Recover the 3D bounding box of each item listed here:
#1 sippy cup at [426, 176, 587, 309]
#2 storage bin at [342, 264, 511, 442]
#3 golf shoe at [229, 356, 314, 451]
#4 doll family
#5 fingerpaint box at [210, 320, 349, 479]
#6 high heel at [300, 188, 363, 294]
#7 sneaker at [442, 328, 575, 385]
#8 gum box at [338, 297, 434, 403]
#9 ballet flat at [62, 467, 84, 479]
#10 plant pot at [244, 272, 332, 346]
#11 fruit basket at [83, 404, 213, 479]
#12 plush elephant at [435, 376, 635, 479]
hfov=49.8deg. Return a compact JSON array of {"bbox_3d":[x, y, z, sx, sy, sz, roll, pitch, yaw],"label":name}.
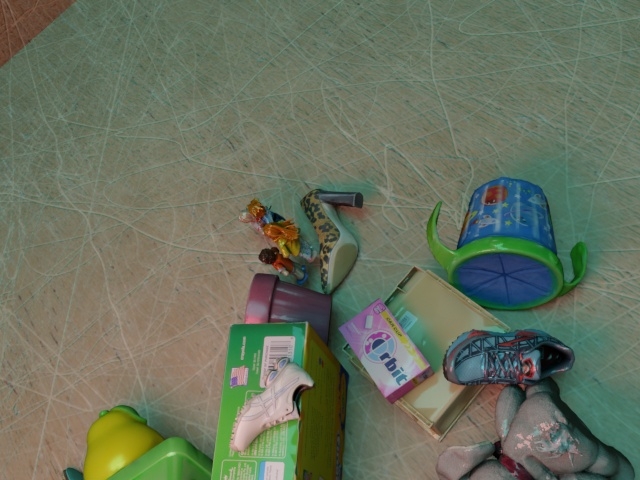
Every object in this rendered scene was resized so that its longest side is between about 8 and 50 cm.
[{"bbox_3d":[0.398,-0.004,1.473,0.240,0.305,0.224,-20,43,41],"label":"sippy cup"},{"bbox_3d":[0.227,0.230,1.461,0.260,0.123,0.262,38,81,30],"label":"storage bin"},{"bbox_3d":[-0.079,0.283,1.144,0.086,0.069,0.176,29,76,19],"label":"golf shoe"},{"bbox_3d":[-0.101,-0.026,1.630,0.118,0.163,0.263,-47,41,12],"label":"doll family"},{"bbox_3d":[-0.069,0.423,1.318,0.163,0.371,0.444,-3,65,14],"label":"fingerpaint box"},{"bbox_3d":[0.000,0.000,1.691,0.186,0.093,0.261,5,76,42],"label":"high heel"},{"bbox_3d":[0.359,0.220,1.298,0.262,0.125,0.104,-8,96,-17],"label":"sneaker"},{"bbox_3d":[0.129,0.218,1.391,0.107,0.062,0.188,-36,59,-1],"label":"gum box"},{"bbox_3d":[-0.528,0.598,1.564,0.206,0.073,0.067,27,90,31],"label":"ballet flat"},{"bbox_3d":[-0.068,0.179,1.554,0.180,0.201,0.201,5,66,4],"label":"plant pot"},{"bbox_3d":[-0.358,0.520,1.379,0.392,0.283,0.392,-29,30,19],"label":"fruit basket"},{"bbox_3d":[0.376,0.414,1.253,0.255,0.330,0.272,-47,66,14],"label":"plush elephant"}]
